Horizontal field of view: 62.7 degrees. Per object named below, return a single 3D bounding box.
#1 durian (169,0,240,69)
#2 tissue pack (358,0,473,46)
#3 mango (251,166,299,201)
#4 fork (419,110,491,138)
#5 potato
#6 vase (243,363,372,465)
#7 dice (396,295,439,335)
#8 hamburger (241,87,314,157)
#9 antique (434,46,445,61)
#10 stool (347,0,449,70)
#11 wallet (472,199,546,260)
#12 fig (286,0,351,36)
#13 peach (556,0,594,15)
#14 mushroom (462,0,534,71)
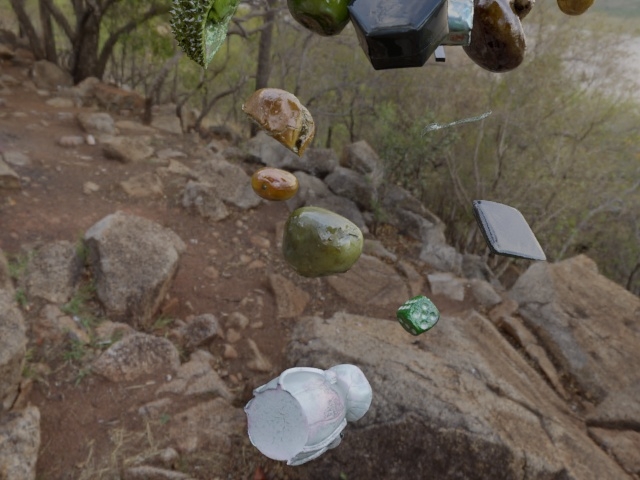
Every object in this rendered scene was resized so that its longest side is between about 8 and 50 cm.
[{"bbox_3d":[-0.302,-0.676,1.484,0.158,0.355,0.169,26,-11,35],"label":"durian"},{"bbox_3d":[0.264,-0.659,1.449,0.311,0.227,0.128,5,-6,13],"label":"tissue pack"},{"bbox_3d":[-0.167,-0.217,2.041,0.221,0.120,0.151,1,36,-44],"label":"mango"},{"bbox_3d":[0.402,-0.353,1.583,0.220,0.028,0.034,-14,30,21],"label":"fork"},{"bbox_3d":[0.001,0.019,1.909,0.219,0.269,0.359,2,11,-38],"label":"potato"},{"bbox_3d":[-0.013,0.484,1.533,0.250,0.249,0.445,19,5,27],"label":"vase"},{"bbox_3d":[0.389,0.300,2.111,0.131,0.120,0.128,-38,2,-16],"label":"dice"},{"bbox_3d":[-0.132,-0.393,1.645,0.283,0.156,0.144,41,14,30],"label":"hamburger"},{"bbox_3d":[0.370,-0.599,1.649,0.031,0.015,0.192,4,37,5],"label":"antique"},{"bbox_3d":[0.189,-0.528,1.260,0.232,0.232,0.141,17,-18,25],"label":"stool"},{"bbox_3d":[0.534,-0.025,1.508,0.169,0.052,0.245,10,36,-9],"label":"wallet"},{"bbox_3d":[0.026,-0.746,1.531,0.206,0.274,0.206,22,-4,2],"label":"fig"},{"bbox_3d":[0.740,-0.743,1.518,0.103,0.179,0.179,-14,20,13],"label":"peach"},{"bbox_3d":[0.647,-0.812,2.023,0.239,0.345,0.345,-6,25,-11],"label":"mushroom"}]
